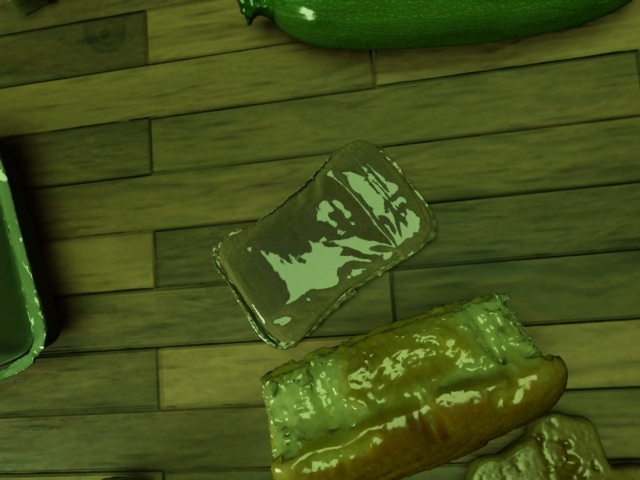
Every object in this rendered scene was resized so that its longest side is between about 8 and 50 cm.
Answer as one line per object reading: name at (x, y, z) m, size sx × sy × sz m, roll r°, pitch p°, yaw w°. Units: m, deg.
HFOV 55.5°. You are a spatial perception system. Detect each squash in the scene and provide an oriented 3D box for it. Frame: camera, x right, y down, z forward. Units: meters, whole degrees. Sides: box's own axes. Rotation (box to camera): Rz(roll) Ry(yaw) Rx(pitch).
squash at (0.113, -0.235, 0.568) m, size 0.395 × 0.107 × 0.107 m, roll -1°, pitch 84°, yaw 10°

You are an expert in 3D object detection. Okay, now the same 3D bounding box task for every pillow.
pillow at (0.002, 0.002, 0.602) m, size 0.211 × 0.034 × 0.135 m, roll -36°, pitch 75°, yaw 4°

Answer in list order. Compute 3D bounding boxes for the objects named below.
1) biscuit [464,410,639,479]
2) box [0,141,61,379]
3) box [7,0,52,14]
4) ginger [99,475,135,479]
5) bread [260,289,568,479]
biscuit at (0.232, 0.274, 0.510) m, size 0.184 × 0.035 × 0.249 m, roll -34°, pitch 72°, yaw -6°
box at (-0.402, 0.018, 0.610) m, size 0.221 × 0.166 × 0.290 m, roll -20°, pitch 81°, yaw 9°
box at (-0.326, -0.313, 0.698) m, size 0.079 × 0.035 × 0.083 m, roll -22°, pitch 81°, yaw 8°
ginger at (-0.219, 0.376, 0.581) m, size 0.137 × 0.089 × 0.289 m, roll -7°, pitch 78°, yaw 29°
bread at (0.071, 0.129, 0.503) m, size 0.246 × 0.174 × 0.121 m, roll -18°, pitch 76°, yaw 1°
